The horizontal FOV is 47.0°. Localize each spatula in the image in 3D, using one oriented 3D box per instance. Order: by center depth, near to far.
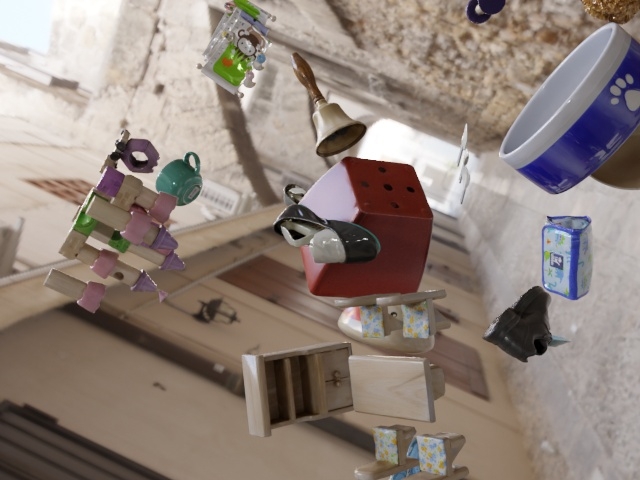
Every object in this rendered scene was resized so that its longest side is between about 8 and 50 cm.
[{"bbox_3d":[0.394,-0.198,2.043,0.242,0.019,0.168,77,-170,-73],"label":"spatula"}]

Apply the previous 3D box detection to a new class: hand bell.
[{"bbox_3d":[-0.007,-0.320,1.645,0.126,0.242,0.126,-25,-17,-8],"label":"hand bell"}]

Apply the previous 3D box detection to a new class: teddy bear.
[{"bbox_3d":[0.586,-0.604,1.627,0.338,0.245,0.113,-94,19,-51],"label":"teddy bear"}]

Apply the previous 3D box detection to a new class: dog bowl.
[{"bbox_3d":[0.409,-0.205,1.165,0.265,0.104,0.265,-52,3,4],"label":"dog bowl"}]

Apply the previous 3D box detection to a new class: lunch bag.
[{"bbox_3d":[0.450,0.028,1.332,0.151,0.096,0.128,-52,-40,-74],"label":"lunch bag"}]

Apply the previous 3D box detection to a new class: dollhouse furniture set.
[{"bbox_3d":[0.056,0.299,1.489,0.394,0.257,0.362,-9,87,53],"label":"dollhouse furniture set"}]

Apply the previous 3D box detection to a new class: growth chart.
[{"bbox_3d":[-0.210,-0.498,1.879,0.237,0.172,0.021,-64,-6,6],"label":"growth chart"}]

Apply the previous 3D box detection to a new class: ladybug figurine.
[{"bbox_3d":[0.219,0.266,2.446,0.449,0.305,0.161,-177,99,-73],"label":"ladybug figurine"}]

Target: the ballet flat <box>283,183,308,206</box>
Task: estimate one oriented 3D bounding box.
[{"bbox_3d":[-0.027,-0.097,2.028,0.072,0.213,0.068,-34,-43,-29],"label":"ballet flat"}]

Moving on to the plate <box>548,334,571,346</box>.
[{"bbox_3d":[0.551,0.253,1.906,0.188,0.188,0.024,25,-107,-84],"label":"plate"}]

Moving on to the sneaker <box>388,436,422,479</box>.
[{"bbox_3d":[0.215,0.558,1.766,0.162,0.073,0.063,-65,-28,-10],"label":"sneaker"}]

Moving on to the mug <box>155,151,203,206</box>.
[{"bbox_3d":[-0.419,-0.178,2.231,0.129,0.097,0.157,-33,-27,-39],"label":"mug"}]

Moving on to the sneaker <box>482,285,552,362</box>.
[{"bbox_3d":[0.486,0.203,1.719,0.286,0.130,0.109,-28,-26,-48],"label":"sneaker"}]

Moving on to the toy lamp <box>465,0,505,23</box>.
[{"bbox_3d":[0.448,-0.643,2.023,0.274,0.080,0.080,-65,-3,-79],"label":"toy lamp"}]

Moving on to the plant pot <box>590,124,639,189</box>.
[{"bbox_3d":[0.696,-0.277,1.629,0.191,0.284,0.284,-51,-16,-59],"label":"plant pot"}]

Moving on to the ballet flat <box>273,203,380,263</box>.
[{"bbox_3d":[0.000,0.000,1.532,0.096,0.280,0.095,-31,-57,-29],"label":"ballet flat"}]

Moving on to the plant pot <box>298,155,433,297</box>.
[{"bbox_3d":[0.113,-0.041,1.690,0.235,0.267,0.267,116,151,-43],"label":"plant pot"}]

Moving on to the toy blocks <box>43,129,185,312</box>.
[{"bbox_3d":[-0.400,-0.017,1.615,0.288,0.260,0.309,-50,24,30],"label":"toy blocks"}]
